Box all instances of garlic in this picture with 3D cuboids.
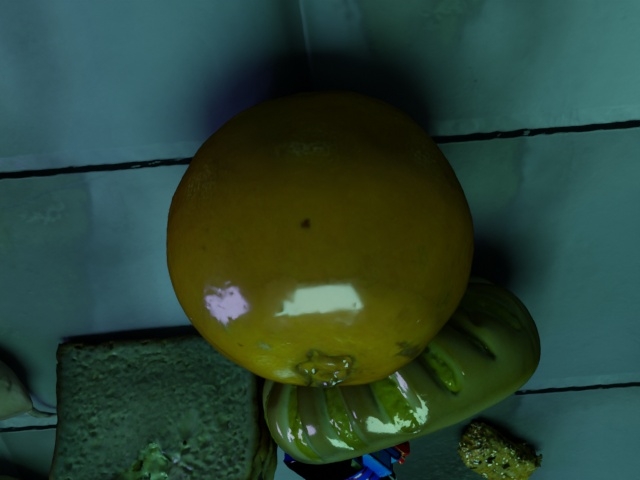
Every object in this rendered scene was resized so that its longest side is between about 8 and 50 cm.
[{"bbox_3d":[-0.439,0.195,1.690,0.266,0.148,0.128,18,100,-16],"label":"garlic"}]

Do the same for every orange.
[{"bbox_3d":[0.000,0.000,1.321,0.312,0.312,0.312,-1,140,-1],"label":"orange"}]

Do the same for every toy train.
[{"bbox_3d":[0.035,0.276,1.768,0.082,0.131,0.204,-26,134,25],"label":"toy train"}]

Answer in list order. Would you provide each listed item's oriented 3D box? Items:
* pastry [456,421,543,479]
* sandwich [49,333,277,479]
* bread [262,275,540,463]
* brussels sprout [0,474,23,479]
[{"bbox_3d":[0.251,0.308,1.873,0.140,0.056,0.080,29,119,-28],"label":"pastry"},{"bbox_3d":[-0.189,0.230,1.615,0.273,0.249,0.095,-6,139,4],"label":"sandwich"},{"bbox_3d":[0.088,0.141,1.529,0.333,0.160,0.333,-22,-179,0],"label":"bread"},{"bbox_3d":[-0.521,0.473,1.902,0.328,0.247,0.328,-14,145,-10],"label":"brussels sprout"}]
